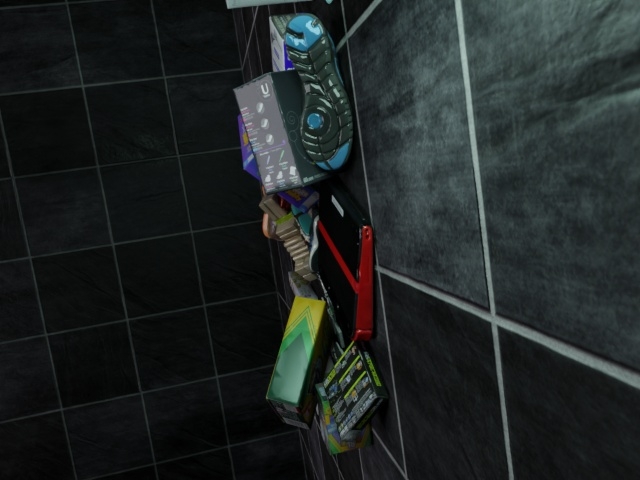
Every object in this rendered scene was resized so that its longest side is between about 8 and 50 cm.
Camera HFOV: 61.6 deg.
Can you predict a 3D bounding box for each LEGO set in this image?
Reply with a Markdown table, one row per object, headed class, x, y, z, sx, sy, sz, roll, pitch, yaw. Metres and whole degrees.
| class | x | y | z | sx | sy | sz | roll | pitch | yaw |
| --- | --- | --- | --- | --- | --- | --- | --- | --- | --- |
| LEGO set | 0.040 | 0.194 | 1.704 | 0.182 | 0.060 | 0.244 | -120 | 14 | -53 |

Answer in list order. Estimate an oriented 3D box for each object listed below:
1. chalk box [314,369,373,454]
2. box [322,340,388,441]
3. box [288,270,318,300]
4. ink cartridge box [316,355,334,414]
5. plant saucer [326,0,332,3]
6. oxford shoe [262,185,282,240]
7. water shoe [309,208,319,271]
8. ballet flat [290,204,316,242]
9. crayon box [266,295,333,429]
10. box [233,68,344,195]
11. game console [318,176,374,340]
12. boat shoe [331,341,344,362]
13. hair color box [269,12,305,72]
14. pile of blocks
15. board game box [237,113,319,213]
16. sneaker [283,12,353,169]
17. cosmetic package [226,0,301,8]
| class | x | y | z | sx | sy | sz | roll | pitch | yaw |
| --- | --- | --- | --- | --- | --- | --- | --- | --- | --- |
| chalk box | 0.063 | 0.482 | 1.561 | 0.132 | 0.131 | 0.213 | -143 | 46 | -77 |
| box | 0.085 | 0.384 | 1.382 | 0.191 | 0.045 | 0.184 | -60 | 30 | 29 |
| box | -0.073 | 0.204 | 2.209 | 0.324 | 0.067 | 0.063 | -127 | 29 | -70 |
| ink cartridge box | 0.003 | 0.503 | 1.990 | 0.219 | 0.092 | 0.160 | -113 | 18 | -53 |
| plant saucer | 0.024 | -0.563 | 1.126 | 0.119 | 0.021 | 0.120 | 170 | 90 | -80 |
| oxford shoe | -0.162 | -0.173 | 2.301 | 0.132 | 0.129 | 0.364 | 20 | 117 | 40 |
| water shoe | 0.000 | 0.000 | 1.640 | 0.080 | 0.072 | 0.203 | -114 | 27 | -54 |
| ballet flat | -0.042 | -0.073 | 1.769 | 0.077 | 0.091 | 0.241 | 59 | -168 | -46 |
| crayon box | -0.051 | 0.389 | 1.669 | 0.363 | 0.106 | 0.313 | 81 | -157 | -61 |
| box | -0.075 | -0.267 | 1.313 | 0.143 | 0.165 | 0.271 | -8 | 104 | 43 |
| game console | 0.064 | 0.035 | 1.395 | 0.387 | 0.060 | 0.342 | -120 | 28 | -60 |
| boat shoe | 0.054 | 0.364 | 1.728 | 0.046 | 0.038 | 0.125 | 64 | 174 | -16 |
| hair color box | -0.066 | -0.429 | 1.493 | 0.185 | 0.110 | 0.339 | -112 | 14 | -46 |
| pile of blocks | -0.070 | -0.039 | 1.878 | 0.362 | 0.112 | 0.149 | 62 | -147 | -8 |
| board game box | -0.128 | -0.257 | 1.610 | 0.233 | 0.078 | 0.347 | 35 | -158 | -31 |
| sneaker | 0.014 | -0.334 | 1.222 | 0.140 | 0.124 | 0.341 | -51 | -46 | -67 |
| cosmetic package | -0.127 | -0.686 | 1.262 | 0.224 | 0.224 | 0.138 | 108 | 151 | -69 |
